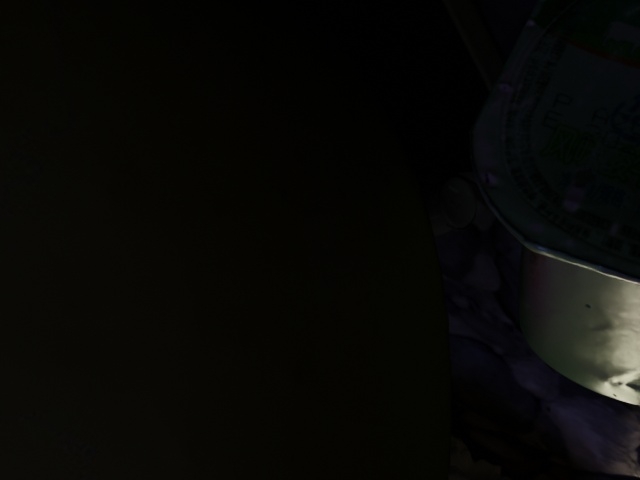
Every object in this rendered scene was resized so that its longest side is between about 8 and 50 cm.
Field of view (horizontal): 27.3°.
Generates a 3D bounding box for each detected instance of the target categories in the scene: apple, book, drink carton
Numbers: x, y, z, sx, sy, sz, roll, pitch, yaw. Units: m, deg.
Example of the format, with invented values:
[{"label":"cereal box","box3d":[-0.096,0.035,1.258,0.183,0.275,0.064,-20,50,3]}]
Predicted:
[{"label":"apple","box3d":[-0.172,0.073,0.525,0.473,0.474,0.474,21,146,15]},{"label":"book","box3d":[-0.043,-0.103,0.650,0.269,0.025,0.191,0,136,39]},{"label":"drink carton","box3d":[0.139,-0.008,0.532,0.146,0.144,0.142,21,152,16]}]

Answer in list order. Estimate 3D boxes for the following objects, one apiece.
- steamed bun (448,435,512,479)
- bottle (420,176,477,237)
[{"label":"steamed bun","box3d":[0.048,0.236,0.863,0.272,0.274,0.290,16,151,-5]},{"label":"bottle","box3d":[0.000,0.000,0.724,0.060,0.060,0.217,46,144,-21]}]
